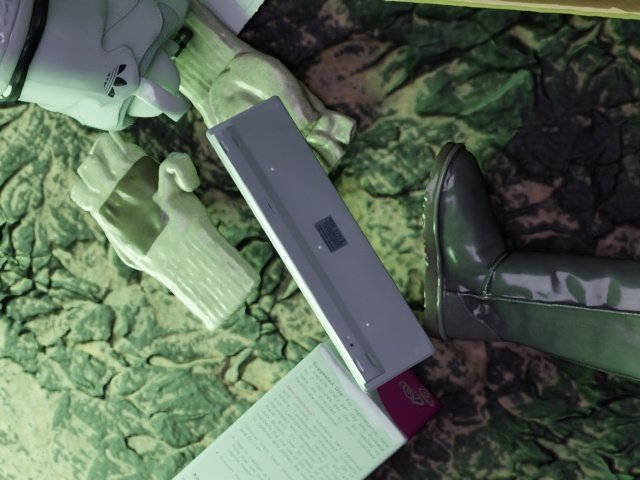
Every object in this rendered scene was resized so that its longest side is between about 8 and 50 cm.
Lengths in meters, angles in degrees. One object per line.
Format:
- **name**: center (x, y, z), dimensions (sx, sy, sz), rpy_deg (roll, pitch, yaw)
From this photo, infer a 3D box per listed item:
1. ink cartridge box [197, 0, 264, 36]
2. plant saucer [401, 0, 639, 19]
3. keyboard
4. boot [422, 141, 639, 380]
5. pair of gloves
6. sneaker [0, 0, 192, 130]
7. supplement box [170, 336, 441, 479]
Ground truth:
- **ink cartridge box**: center (-0.067, -0.311, 1.296), dimensions (0.189, 0.066, 0.232), rpy_deg (49, 133, 6)
- **plant saucer**: center (0.203, -0.339, 1.154), dimensions (0.332, 0.081, 0.333), rpy_deg (8, 102, 18)
- **keyboard**: center (0.000, 0.000, 1.260), dimensions (0.256, 0.072, 0.014), rpy_deg (58, 157, 8)
- **boot**: center (0.190, 0.019, 1.233), dimensions (0.208, 0.076, 0.190), rpy_deg (8, 117, 27)
- **pair of gloves**: center (-0.101, -0.065, 1.349), dimensions (0.204, 0.042, 0.240), rpy_deg (38, 108, 15)
- **sneaker**: center (-0.245, -0.201, 1.310), dimensions (0.137, 0.210, 0.366), rpy_deg (-61, 35, 17)
- **supplement box**: center (-0.019, 0.182, 1.324), dimensions (0.114, 0.111, 0.220), rpy_deg (48, 113, 7)
